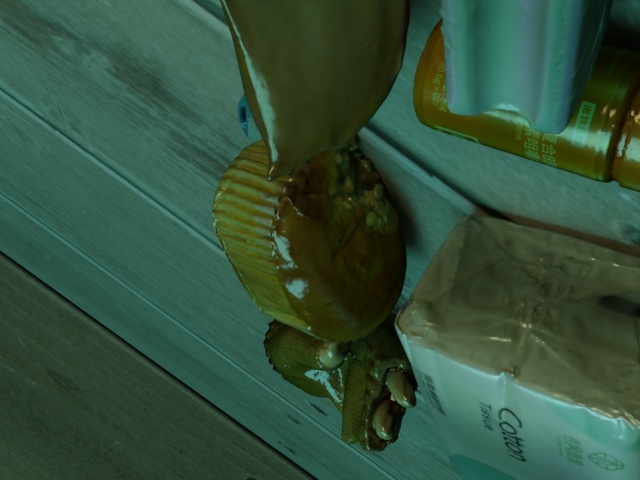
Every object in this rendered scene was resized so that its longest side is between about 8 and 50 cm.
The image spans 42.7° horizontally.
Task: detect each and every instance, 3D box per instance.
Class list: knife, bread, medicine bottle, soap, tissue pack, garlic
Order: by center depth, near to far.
[{"bbox_3d":[0.128,-0.188,0.466,0.091,0.145,0.230,16,155,19],"label":"soap"},{"bbox_3d":[-0.034,-0.214,0.567,0.151,0.196,0.338,3,141,25],"label":"garlic"},{"bbox_3d":[0.172,-0.104,0.607,0.192,0.096,0.096,23,153,26],"label":"medicine bottle"},{"bbox_3d":[0.255,0.169,0.874,0.266,0.194,0.356,19,151,35],"label":"tissue pack"},{"bbox_3d":[-0.061,-0.163,0.879,0.064,0.031,0.222,36,156,9],"label":"knife"},{"bbox_3d":[0.000,0.000,0.923,0.133,0.179,0.250,22,144,46],"label":"bread"}]

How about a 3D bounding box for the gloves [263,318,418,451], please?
[{"bbox_3d":[0.037,0.187,1.239,0.203,0.155,0.356,56,165,-25],"label":"gloves"}]
